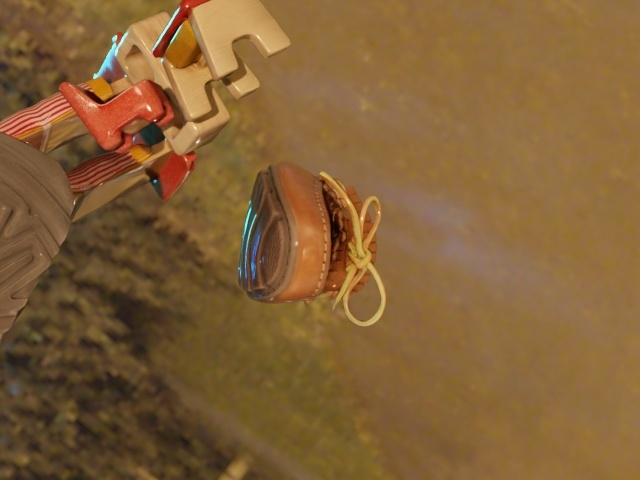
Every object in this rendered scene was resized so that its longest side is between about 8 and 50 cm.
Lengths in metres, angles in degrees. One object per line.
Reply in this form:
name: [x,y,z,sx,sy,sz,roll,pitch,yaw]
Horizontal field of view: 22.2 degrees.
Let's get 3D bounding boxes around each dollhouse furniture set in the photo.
dollhouse furniture set: [-0.203,-0.123,1.470,0.152,0.201,0.374,58,152,6]

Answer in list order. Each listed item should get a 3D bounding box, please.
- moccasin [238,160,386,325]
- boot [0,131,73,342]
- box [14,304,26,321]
moccasin: [-0.001,0.003,1.581,0.147,0.139,0.380,12,179,0]
boot: [-0.386,0.106,1.253,0.146,0.367,0.445,47,152,-15]
box: [-0.530,-0.023,1.747,0.343,0.179,0.312,7,125,17]
